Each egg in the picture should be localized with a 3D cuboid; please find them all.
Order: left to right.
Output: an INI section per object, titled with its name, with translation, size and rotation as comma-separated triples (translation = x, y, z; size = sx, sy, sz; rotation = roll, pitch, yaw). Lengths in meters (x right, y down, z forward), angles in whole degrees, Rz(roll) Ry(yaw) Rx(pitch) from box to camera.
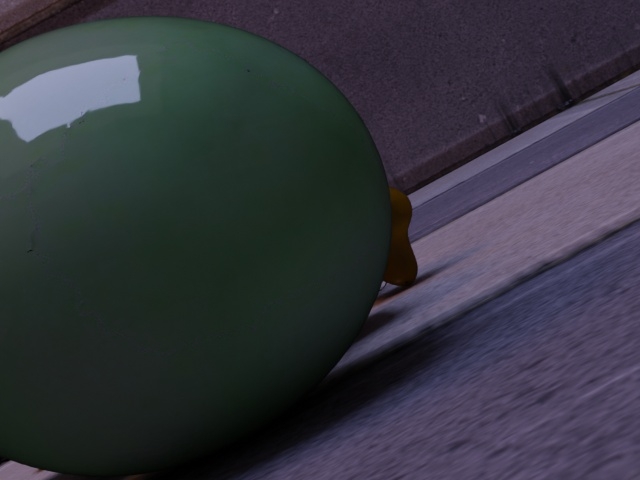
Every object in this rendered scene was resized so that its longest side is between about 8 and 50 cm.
[egg]
translation = -0.093, 0.003, 0.652
size = 0.270, 0.220, 0.220
rotation = -16, 7, 26

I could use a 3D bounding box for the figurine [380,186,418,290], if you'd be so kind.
[figurine]
translation = -0.001, -0.004, 0.988
size = 0.121, 0.122, 0.176
rotation = -27, -1, -43

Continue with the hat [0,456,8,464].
[hat]
translation = -0.209, 0.109, 0.855
size = 0.219, 0.164, 0.226
rotation = -28, -17, -1
